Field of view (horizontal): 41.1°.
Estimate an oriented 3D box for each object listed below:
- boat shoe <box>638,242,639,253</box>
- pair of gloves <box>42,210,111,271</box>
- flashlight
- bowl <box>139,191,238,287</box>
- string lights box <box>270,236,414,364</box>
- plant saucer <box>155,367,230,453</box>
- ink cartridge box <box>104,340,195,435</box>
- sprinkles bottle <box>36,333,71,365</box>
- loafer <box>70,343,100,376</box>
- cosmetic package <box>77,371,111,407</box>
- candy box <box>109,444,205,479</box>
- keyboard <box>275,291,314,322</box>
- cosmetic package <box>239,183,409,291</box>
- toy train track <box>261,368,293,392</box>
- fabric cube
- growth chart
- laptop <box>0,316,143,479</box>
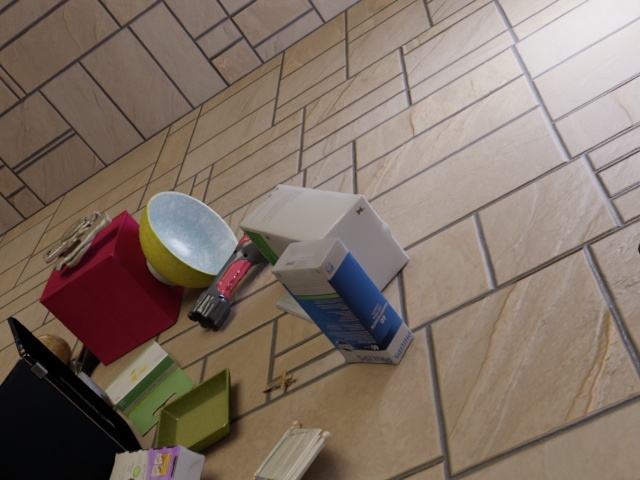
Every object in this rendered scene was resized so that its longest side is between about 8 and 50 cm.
[{"bbox_3d":[0.591,-0.036,1.302,0.227,0.081,0.069,-37,30,9],"label":"boat shoe"},{"bbox_3d":[-0.651,0.002,2.299,0.204,0.042,0.240,-49,25,-13],"label":"pair of gloves"},{"bbox_3d":[-0.202,0.086,2.122,0.304,0.103,0.103,-59,6,-29],"label":"flashlight"},{"bbox_3d":[-0.369,0.027,2.248,0.156,0.289,0.289,-46,20,28],"label":"bowl"},{"bbox_3d":[0.042,0.116,1.557,0.133,0.260,0.077,-6,41,47],"label":"string lights box"},{"bbox_3d":[-0.252,0.375,1.762,0.188,0.045,0.188,-33,26,12],"label":"plant saucer"},{"bbox_3d":[-0.405,0.342,2.006,0.171,0.056,0.235,-44,24,-13],"label":"ink cartridge box"},{"bbox_3d":[-0.771,0.404,2.298,0.121,0.121,0.355,-30,27,17],"label":"sprinkles bottle"},{"bbox_3d":[-0.654,0.348,2.304,0.062,0.061,0.170,-19,33,33],"label":"loafer"},{"bbox_3d":[-0.625,0.445,2.065,0.238,0.107,0.127,-46,24,-9],"label":"cosmetic package"},{"bbox_3d":[-0.320,0.480,1.601,0.196,0.070,0.165,-16,52,38],"label":"candy box"},{"bbox_3d":[-0.016,0.144,1.877,0.072,0.014,0.256,-42,26,-19],"label":"keyboard"},{"bbox_3d":[0.000,0.000,1.878,0.155,0.197,0.365,-46,26,-16],"label":"cosmetic package"},{"bbox_3d":[-0.084,0.290,1.723,0.083,0.014,0.048,-30,34,30],"label":"toy train track"},{"bbox_3d":[-0.553,0.125,2.313,0.259,0.258,0.254,-31,25,15],"label":"fabric cube"},{"bbox_3d":[-0.062,0.381,1.455,0.172,0.021,0.237,-50,8,-17],"label":"growth chart"},{"bbox_3d":[-0.545,0.409,1.696,0.236,0.382,0.408,-43,26,-11],"label":"laptop"}]
